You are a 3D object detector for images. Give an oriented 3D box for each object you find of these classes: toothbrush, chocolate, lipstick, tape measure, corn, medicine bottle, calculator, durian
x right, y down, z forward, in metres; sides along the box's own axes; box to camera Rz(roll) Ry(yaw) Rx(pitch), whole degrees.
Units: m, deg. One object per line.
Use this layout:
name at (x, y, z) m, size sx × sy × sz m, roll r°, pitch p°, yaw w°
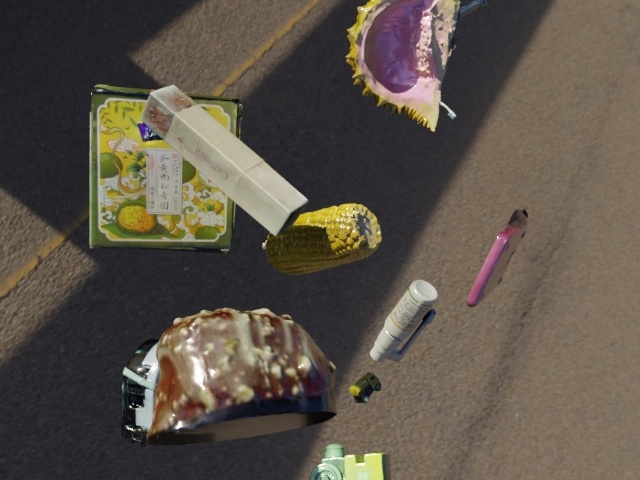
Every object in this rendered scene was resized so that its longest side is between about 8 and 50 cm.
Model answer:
toothbrush at (0.243, -0.309, 1.397) m, size 0.131 × 0.013 × 0.011 m, roll 47°, pitch 46°, yaw 10°
chocolate at (-0.136, 0.223, 1.121) m, size 0.340 × 0.225 × 0.210 m, roll 5°, pitch 60°, yaw -36°
lipstick at (-0.193, -0.162, 1.294) m, size 0.371 × 0.076 × 0.080 m, roll 41°, pitch 37°, yaw 8°
tape measure at (-0.312, 0.287, 1.288) m, size 0.182 × 0.107 × 0.181 m, roll -25°, pitch 118°, yaw -64°
corn at (0.000, 0.000, 1.456) m, size 0.144 × 0.387 × 0.144 m, roll 6°, pitch 79°, yaw -34°
medicine bottle at (0.184, 0.181, 1.382) m, size 0.092 × 0.221 × 0.061 m, roll 16°, pitch 37°, yaw -19°
calculator at (0.274, 0.027, 0.987) m, size 0.034 × 0.126 × 0.190 m, roll 28°, pitch 25°, yaw 16°
durian at (0.114, -0.252, 0.821) m, size 0.165 × 0.132 × 0.182 m, roll -55°, pitch 144°, yaw -35°

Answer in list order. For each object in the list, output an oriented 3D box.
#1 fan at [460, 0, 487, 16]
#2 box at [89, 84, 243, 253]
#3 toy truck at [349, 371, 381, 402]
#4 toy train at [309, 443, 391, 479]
fan at (0.167, -0.324, 1.005) m, size 0.016 × 0.193 × 0.038 m, roll 22°, pitch 48°, yaw -63°
box at (-0.411, -0.181, 1.712) m, size 0.373 × 0.138 × 0.420 m, roll 2°, pitch 103°, yaw -14°
toy truck at (0.124, 0.398, 1.755) m, size 0.083 × 0.049 × 0.054 m, roll -36°, pitch 95°, yaw -30°
toy train at (0.116, 0.838, 1.944) m, size 0.179 × 0.272 × 0.442 m, roll 51°, pitch 33°, yaw -64°
